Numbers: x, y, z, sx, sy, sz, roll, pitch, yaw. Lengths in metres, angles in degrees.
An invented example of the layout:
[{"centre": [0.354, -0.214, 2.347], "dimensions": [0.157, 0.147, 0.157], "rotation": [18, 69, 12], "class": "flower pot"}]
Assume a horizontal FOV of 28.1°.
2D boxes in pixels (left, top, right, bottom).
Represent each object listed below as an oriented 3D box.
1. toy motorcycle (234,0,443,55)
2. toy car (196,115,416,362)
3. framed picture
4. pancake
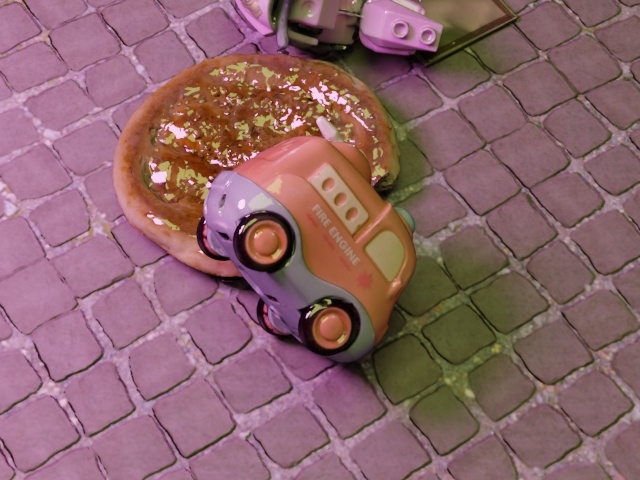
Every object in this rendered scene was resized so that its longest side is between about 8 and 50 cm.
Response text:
[{"centre": [0.012, -0.312, 1.737], "dimensions": [0.327, 0.143, 0.188], "rotation": [15, 16, -5], "class": "toy motorcycle"}, {"centre": [0.000, 0.000, 1.506], "dimensions": [0.212, 0.180, 0.270], "rotation": [-41, 106, -14], "class": "toy car"}, {"centre": [0.155, -0.366, 1.888], "dimensions": [0.173, 0.010, 0.231], "rotation": [-28, 64, -18], "class": "framed picture"}, {"centre": [-0.073, -0.107, 1.686], "dimensions": [0.382, 0.071, 0.382], "rotation": [1, 58, -1], "class": "pancake"}]
